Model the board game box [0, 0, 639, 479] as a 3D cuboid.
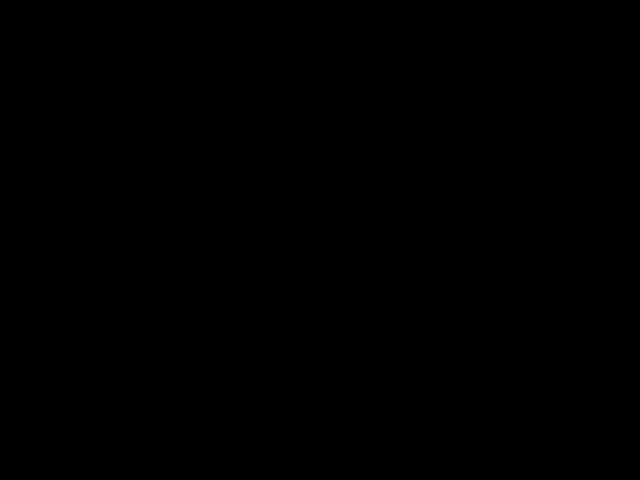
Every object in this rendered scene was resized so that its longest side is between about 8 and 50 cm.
[{"bbox_3d":[0.000,0.000,0.137,0.357,0.356,0.356,-19,77,3],"label":"board game box"}]
